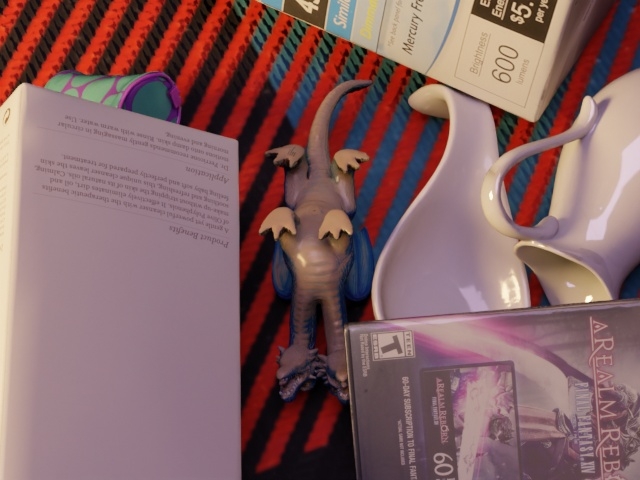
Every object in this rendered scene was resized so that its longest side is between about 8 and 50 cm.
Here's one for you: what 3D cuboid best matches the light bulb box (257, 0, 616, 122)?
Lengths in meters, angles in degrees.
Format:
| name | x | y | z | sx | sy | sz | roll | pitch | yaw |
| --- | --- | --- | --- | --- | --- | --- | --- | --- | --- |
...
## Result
| name | x | y | z | sx | sy | sz | roll | pitch | yaw |
| --- | --- | --- | --- | --- | --- | --- | --- | --- | --- |
| light bulb box | 0.092 | -0.351 | 1.419 | 0.361 | 0.358 | 0.225 | 25 | 46 | 13 |

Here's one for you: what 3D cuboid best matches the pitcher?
| name | x | y | z | sx | sy | sz | roll | pitch | yaw |
| --- | --- | --- | --- | --- | --- | --- | --- | --- | --- |
| pitcher | 0.227 | -0.054 | 1.401 | 0.125 | 0.178 | 0.207 | 7 | 58 | 55 |

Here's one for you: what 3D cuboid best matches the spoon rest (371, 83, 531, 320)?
| name | x | y | z | sx | sy | sz | roll | pitch | yaw |
| --- | --- | --- | --- | --- | --- | --- | --- | --- | --- |
| spoon rest | 0.107 | -0.013 | 1.419 | 0.137 | 0.084 | 0.276 | 11 | 61 | -17 |

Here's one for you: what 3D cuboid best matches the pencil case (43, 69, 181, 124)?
| name | x | y | z | sx | sy | sz | roll | pitch | yaw |
| --- | --- | --- | --- | --- | --- | --- | --- | --- | --- |
| pencil case | -0.175 | -0.110 | 1.453 | 0.070 | 0.152 | 0.064 | -19 | 107 | -34 |

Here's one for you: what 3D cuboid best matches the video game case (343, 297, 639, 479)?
| name | x | y | z | sx | sy | sz | roll | pitch | yaw |
| --- | --- | --- | --- | --- | --- | --- | --- | --- | --- |
| video game case | 0.162 | 0.148 | 1.328 | 0.274 | 0.026 | 0.196 | -5 | 95 | 0 |

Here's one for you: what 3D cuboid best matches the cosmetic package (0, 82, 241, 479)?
| name | x | y | z | sx | sy | sz | roll | pitch | yaw |
| --- | --- | --- | --- | --- | --- | --- | --- | --- | --- |
| cosmetic package | -0.175 | 0.089 | 1.310 | 0.197 | 0.155 | 0.365 | 15 | 60 | -28 |

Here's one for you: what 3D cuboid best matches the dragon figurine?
| name | x | y | z | sx | sy | sz | roll | pitch | yaw |
| --- | --- | --- | --- | --- | --- | --- | --- | --- | --- |
| dragon figurine | 0.000 | 0.000 | 1.423 | 0.085 | 0.144 | 0.289 | 0 | 45 | 4 |
